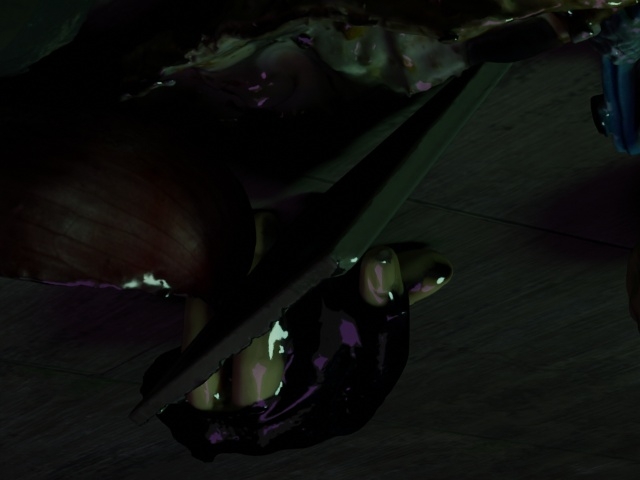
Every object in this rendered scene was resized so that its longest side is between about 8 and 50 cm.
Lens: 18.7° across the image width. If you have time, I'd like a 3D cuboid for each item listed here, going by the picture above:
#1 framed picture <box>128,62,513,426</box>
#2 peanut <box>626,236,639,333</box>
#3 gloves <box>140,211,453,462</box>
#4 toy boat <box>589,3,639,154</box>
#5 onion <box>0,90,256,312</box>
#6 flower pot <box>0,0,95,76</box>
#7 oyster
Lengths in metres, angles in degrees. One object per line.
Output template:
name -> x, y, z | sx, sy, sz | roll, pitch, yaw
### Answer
framed picture -> 0.000, 0.000, 1.140 | 0.019, 0.209, 0.281 | 43, 143, -5
peanut -> 0.300, 0.007, 1.255 | 0.149, 0.149, 0.313 | 8, 158, -24
gloves -> -0.012, 0.070, 1.422 | 0.197, 0.152, 0.301 | -21, 155, -28
toy boat -> 0.193, -0.099, 0.979 | 0.109, 0.098, 0.238 | -20, 154, -3
onion -> -0.179, -0.026, 1.129 | 0.284, 0.120, 0.227 | 4, 178, 6
flower pot -> -0.166, -0.135, 0.836 | 0.157, 0.157, 0.107 | -13, 170, 30
oyster -> 0.026, -0.108, 1.006 | 0.129, 0.078, 0.345 | 21, 158, -40
